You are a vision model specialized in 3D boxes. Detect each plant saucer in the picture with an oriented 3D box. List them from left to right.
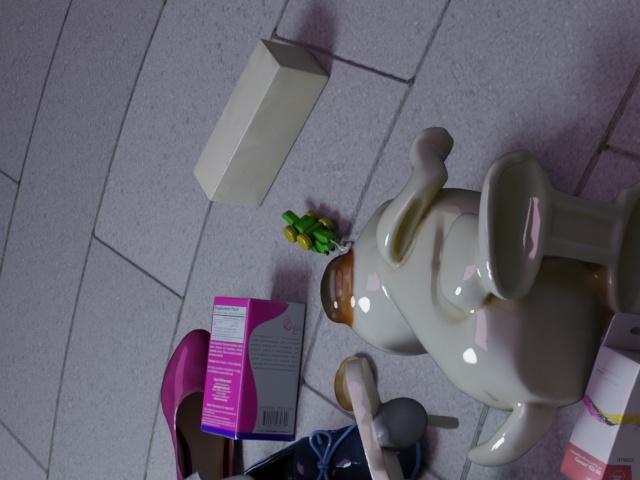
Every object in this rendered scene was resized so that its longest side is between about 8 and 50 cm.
[{"bbox_3d":[0.051,0.214,2.068,0.083,0.015,0.083,-13,74,51],"label":"plant saucer"}]

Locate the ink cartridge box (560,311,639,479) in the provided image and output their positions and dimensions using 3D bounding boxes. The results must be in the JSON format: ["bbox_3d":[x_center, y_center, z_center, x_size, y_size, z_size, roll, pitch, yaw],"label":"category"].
[{"bbox_3d":[0.360,0.187,1.572,0.067,0.115,0.198,29,107,52],"label":"ink cartridge box"}]

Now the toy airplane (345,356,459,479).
[{"bbox_3d":[0.123,0.386,1.724,0.384,0.272,0.386,-115,13,-53],"label":"toy airplane"}]

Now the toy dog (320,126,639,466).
[{"bbox_3d":[0.189,0.058,1.726,0.408,0.285,0.395,8,97,58],"label":"toy dog"}]

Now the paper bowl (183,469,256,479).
[{"bbox_3d":[-0.103,0.447,1.959,0.148,0.284,0.284,-37,44,-5],"label":"paper bowl"}]

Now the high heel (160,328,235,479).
[{"bbox_3d":[-0.176,0.340,2.249,0.181,0.127,0.377,-159,65,-66],"label":"high heel"}]

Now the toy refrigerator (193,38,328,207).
[{"bbox_3d":[-0.102,-0.192,2.280,0.269,0.102,0.094,-61,41,27],"label":"toy refrigerator"}]

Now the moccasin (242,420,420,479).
[{"bbox_3d":[0.007,0.345,2.016,0.342,0.117,0.137,-33,58,46],"label":"moccasin"}]

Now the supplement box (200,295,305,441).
[{"bbox_3d":[-0.107,0.202,2.202,0.114,0.111,0.220,2,84,54],"label":"supplement box"}]

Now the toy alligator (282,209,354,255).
[{"bbox_3d":[0.000,0.000,2.153,0.190,0.056,0.051,28,148,51],"label":"toy alligator"}]
